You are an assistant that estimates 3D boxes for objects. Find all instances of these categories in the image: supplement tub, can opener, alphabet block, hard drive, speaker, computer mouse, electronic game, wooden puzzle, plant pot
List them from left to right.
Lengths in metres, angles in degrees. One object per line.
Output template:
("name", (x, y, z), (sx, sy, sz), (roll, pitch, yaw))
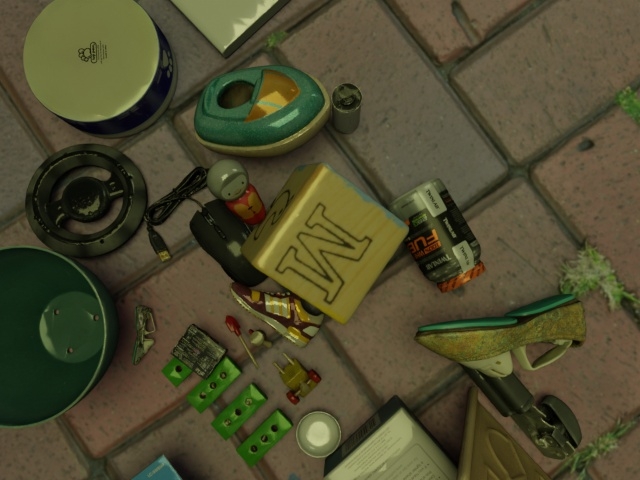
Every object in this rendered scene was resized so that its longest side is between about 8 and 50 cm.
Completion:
("plant pot", (-0.482, 0.159, 0.943), (0.290, 0.195, 0.290), (0, 86, 2))
("electronic game", (-0.455, -0.079, 1.036), (0.229, 0.048, 0.229), (1, 80, -4))
("computer mouse", (-0.225, -0.001, 1.017), (0.184, 0.060, 0.262), (-35, 85, -2))
("hard drive", (-0.224, -0.546, 1.073), (0.203, 0.040, 0.307), (-43, 85, -2))
("alphabet block", (0.000, 0.000, 0.923), (0.193, 0.192, 0.197), (35, 86, -14))
("speaker", (0.048, -0.243, 0.990), (0.055, 0.136, 0.055), (0, 85, 3))
("supplement tub", (0.215, -0.008, 0.975), (0.117, 0.117, 0.190), (-30, 84, -1))
("can opener", (0.364, 0.277, 0.981), (0.095, 0.076, 0.283), (-36, 83, -34))
("wooden puzzle", (0.320, 0.446, 0.847), (0.080, 0.322, 0.348), (-40, 86, 21))

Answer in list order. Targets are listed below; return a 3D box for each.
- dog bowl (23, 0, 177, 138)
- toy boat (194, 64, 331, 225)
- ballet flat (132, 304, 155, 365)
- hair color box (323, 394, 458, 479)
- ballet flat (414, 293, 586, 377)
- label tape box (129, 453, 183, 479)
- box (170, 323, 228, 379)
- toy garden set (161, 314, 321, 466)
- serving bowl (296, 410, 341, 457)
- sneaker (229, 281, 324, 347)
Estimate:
("dog bowl", (-0.422, -0.340, 1.030), (0.264, 0.104, 0.265), (0, 85, 2))
("toy boat", (-0.120, -0.190, 0.934), (0.267, 0.148, 0.318), (-2, 62, 18))
("ballet flat", (-0.337, 0.182, 1.017), (0.041, 0.041, 0.114), (2, 86, 2))
("hair color box", (0.197, 0.485, 0.935), (0.185, 0.113, 0.374), (-42, 84, -2))
("ballet flat", (0.323, 0.173, 0.909), (0.348, 0.123, 0.123), (-7, 84, -25))
("label tape box", (-0.258, 0.571, 0.945), (0.240, 0.106, 0.334), (-37, 85, -1))
("box", (-0.222, 0.204, 0.974), (0.083, 0.018, 0.067), (35, 89, 6))
("toy garden set", (-0.139, 0.259, 1.000), (0.204, 0.049, 0.244), (-45, 84, 0))
("serving bowl", (-0.003, 0.360, 0.994), (0.083, 0.027, 0.083), (0, 84, 2))
("sneaker", (-0.082, 0.119, 1.001), (0.185, 0.069, 0.084), (36, 85, -4))
